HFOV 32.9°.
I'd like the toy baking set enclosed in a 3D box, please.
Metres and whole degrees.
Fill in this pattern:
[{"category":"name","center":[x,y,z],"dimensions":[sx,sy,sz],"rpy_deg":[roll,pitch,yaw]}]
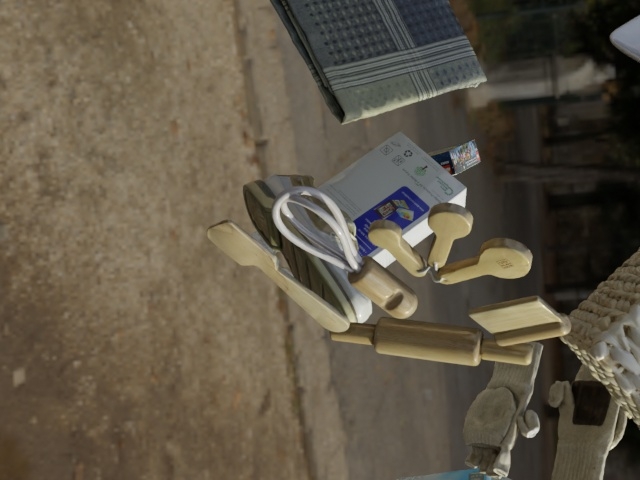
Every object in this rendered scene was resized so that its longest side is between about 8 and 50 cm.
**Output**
[{"category":"toy baking set","center":[0.053,0.028,0.800],"dimensions":[0.196,0.256,0.030],"rpy_deg":[69,31,-48]}]

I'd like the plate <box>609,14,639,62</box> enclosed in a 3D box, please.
[{"category":"plate","center":[0.480,-0.201,1.077],"dimensions":[0.277,0.278,0.045],"rpy_deg":[55,-7,48]}]

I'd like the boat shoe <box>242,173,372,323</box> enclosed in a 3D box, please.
[{"category":"boat shoe","center":[0.000,0.000,1.481],"dimensions":[0.302,0.103,0.113],"rpy_deg":[53,-23,40]}]

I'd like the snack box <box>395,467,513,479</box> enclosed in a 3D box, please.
[{"category":"snack box","center":[0.296,0.473,1.876],"dimensions":[0.322,0.187,0.060],"rpy_deg":[34,52,-41]}]

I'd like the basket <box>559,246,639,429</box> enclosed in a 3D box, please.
[{"category":"basket","center":[0.464,0.133,1.188],"dimensions":[0.328,0.266,0.331],"rpy_deg":[50,4,4]}]

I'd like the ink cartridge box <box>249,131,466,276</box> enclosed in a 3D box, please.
[{"category":"ink cartridge box","center":[0.057,-0.027,1.719],"dimensions":[0.165,0.333,0.065],"rpy_deg":[46,-21,28]}]

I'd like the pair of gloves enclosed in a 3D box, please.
[{"category":"pair of gloves","center":[0.301,0.238,1.477],"dimensions":[0.042,0.240,0.204],"rpy_deg":[33,74,-38]}]

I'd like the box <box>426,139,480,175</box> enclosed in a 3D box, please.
[{"category":"box","center":[0.152,-0.120,1.927],"dimensions":[0.159,0.233,0.044],"rpy_deg":[-26,101,-63]}]

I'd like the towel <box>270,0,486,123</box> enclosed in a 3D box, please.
[{"category":"towel","center":[0.079,-0.345,1.697],"dimensions":[0.324,0.056,0.312],"rpy_deg":[-19,79,-35]}]
